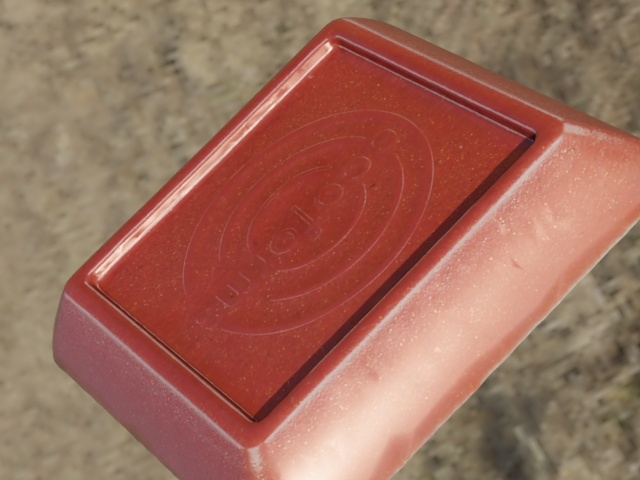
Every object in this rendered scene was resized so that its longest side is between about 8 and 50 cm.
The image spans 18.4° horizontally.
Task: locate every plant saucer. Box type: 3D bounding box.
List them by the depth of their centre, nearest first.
[{"bbox_3d":[0.000,0.000,0.949,0.259,0.258,0.048,34,166,52],"label":"plant saucer"}]
